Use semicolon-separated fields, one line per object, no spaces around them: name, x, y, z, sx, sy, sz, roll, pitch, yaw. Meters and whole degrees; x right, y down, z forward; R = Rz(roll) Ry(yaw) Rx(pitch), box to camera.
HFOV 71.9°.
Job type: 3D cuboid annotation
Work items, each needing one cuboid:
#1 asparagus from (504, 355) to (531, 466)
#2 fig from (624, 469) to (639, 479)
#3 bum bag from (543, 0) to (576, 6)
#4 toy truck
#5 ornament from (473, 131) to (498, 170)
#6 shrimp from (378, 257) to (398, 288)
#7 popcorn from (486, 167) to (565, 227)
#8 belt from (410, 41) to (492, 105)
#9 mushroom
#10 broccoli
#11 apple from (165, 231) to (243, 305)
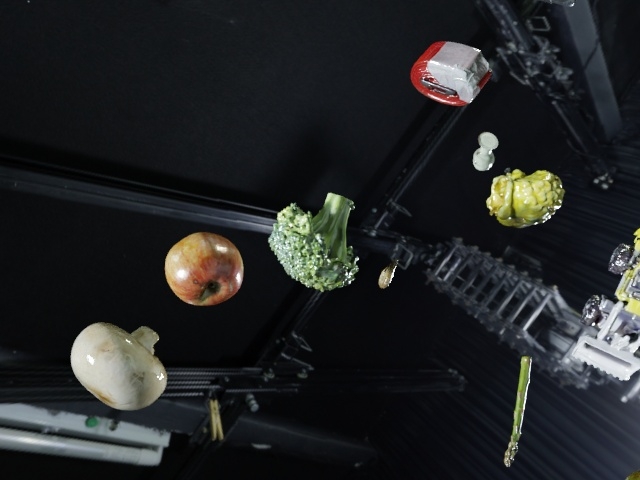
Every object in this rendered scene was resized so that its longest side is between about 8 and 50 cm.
asparagus;0.452;0.386;1.005;0.024;0.025;0.249;47;-122;-55
fig;0.598;0.437;0.683;0.151;0.152;0.259;-14;-21;-27
bum bag;0.401;-0.549;0.896;0.309;0.137;0.074;7;-29;-9
toy truck;0.591;0.119;0.831;0.286;0.136;0.111;-66;-22;2
ornament;0.573;-0.303;1.546;0.081;0.075;0.156;-33;-24;-4
shrimp;0.213;0.101;1.404;0.023;0.059;0.108;22;-84;-21
popcorn;0.597;-0.129;1.303;0.188;0.218;0.170;5;-107;-1
belt;0.348;-0.448;1.203;0.124;0.200;0.128;-49;-30;-19
mushroom;-0.443;0.274;0.997;0.178;0.226;0.227;-43;-47;-33
broccoli;-0.017;0.010;1.189;0.234;0.288;0.260;-5;-94;-1
apple;-0.226;0.054;0.858;0.146;0.131;0.147;-15;-43;-14
